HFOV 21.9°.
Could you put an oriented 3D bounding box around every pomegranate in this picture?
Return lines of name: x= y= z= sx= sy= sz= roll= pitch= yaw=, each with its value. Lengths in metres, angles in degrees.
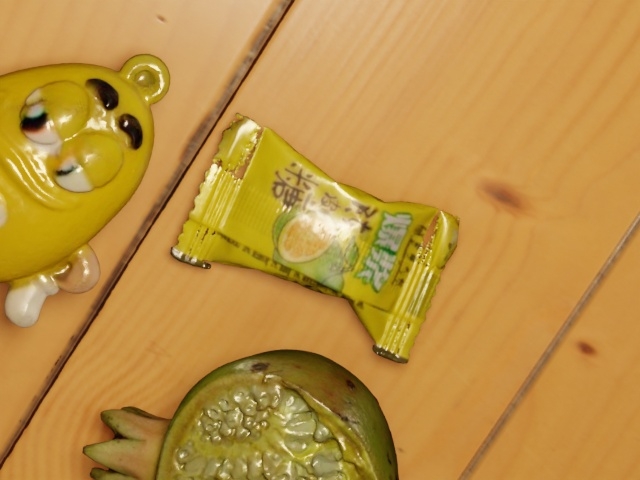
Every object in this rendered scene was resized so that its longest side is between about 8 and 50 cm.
pomegranate: x=-0.073 y=0.259 z=1.846 sx=0.358 sy=0.216 sz=0.310 roll=14 pitch=104 yaw=23

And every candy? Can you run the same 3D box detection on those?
candy: x=0.000 y=0.000 z=1.843 sx=0.297 sy=0.081 sz=0.187 roll=23 pitch=99 yaw=-9

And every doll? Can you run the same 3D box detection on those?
doll: x=-0.381 y=-0.052 z=1.770 sx=0.348 sy=0.161 sz=0.423 roll=22 pitch=101 yaw=1
